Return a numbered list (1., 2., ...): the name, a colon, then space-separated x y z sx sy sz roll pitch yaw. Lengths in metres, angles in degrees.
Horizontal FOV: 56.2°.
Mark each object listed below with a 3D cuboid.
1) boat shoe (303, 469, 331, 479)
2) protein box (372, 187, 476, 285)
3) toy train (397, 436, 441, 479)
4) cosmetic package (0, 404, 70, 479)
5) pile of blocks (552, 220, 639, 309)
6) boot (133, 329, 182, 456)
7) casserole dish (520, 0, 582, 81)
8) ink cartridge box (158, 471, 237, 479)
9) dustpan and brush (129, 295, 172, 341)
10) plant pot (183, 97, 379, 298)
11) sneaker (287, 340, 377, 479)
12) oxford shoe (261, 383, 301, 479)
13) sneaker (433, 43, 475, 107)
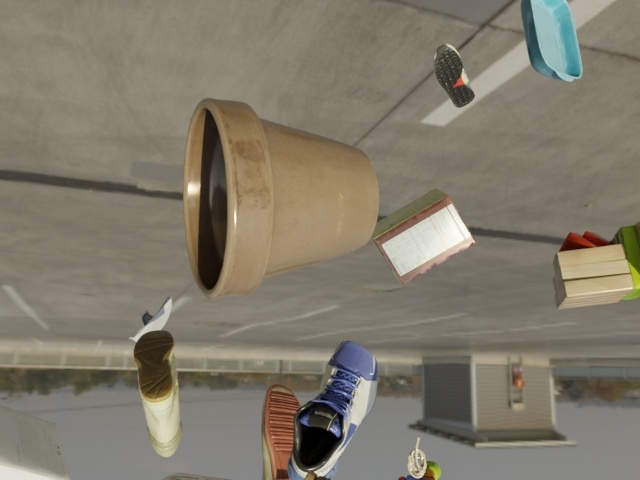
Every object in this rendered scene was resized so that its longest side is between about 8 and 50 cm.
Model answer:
1. boat shoe: -0.031 0.410 0.780 0.073 0.207 0.073 26 163 12
2. protein box: 0.244 -0.013 1.472 0.201 0.136 0.200 -31 -173 7
3. toy train: 0.237 0.537 1.351 0.105 0.248 0.143 4 -174 22
4. cosmetic package: -0.570 0.378 0.943 0.224 0.138 0.225 -42 139 0
5. pile of blocks: 0.465 -0.002 0.758 0.362 0.113 0.149 -17 159 34
6. boot: -0.311 0.290 1.165 0.077 0.165 0.213 -8 -150 -13
7. casserole dish: 0.387 -0.348 1.018 0.114 0.188 0.037 7 162 -32
8. ink cartridge box: -0.263 0.550 1.250 0.160 0.093 0.219 7 166 3
9. dustpan and brush: -0.467 0.231 1.643 0.060 0.147 0.211 34 153 11
10. plant pot: -0.051 -0.058 0.821 0.229 0.263 0.263 -3 170 -23
11. sneaker: 0.032 0.347 1.219 0.127 0.315 0.182 22 153 12
12. oxford shoe: -0.112 0.568 1.562 0.140 0.397 0.146 20 129 -28
13. sneaker: 0.251 -0.333 1.176 0.057 0.075 0.161 -30 142 15
